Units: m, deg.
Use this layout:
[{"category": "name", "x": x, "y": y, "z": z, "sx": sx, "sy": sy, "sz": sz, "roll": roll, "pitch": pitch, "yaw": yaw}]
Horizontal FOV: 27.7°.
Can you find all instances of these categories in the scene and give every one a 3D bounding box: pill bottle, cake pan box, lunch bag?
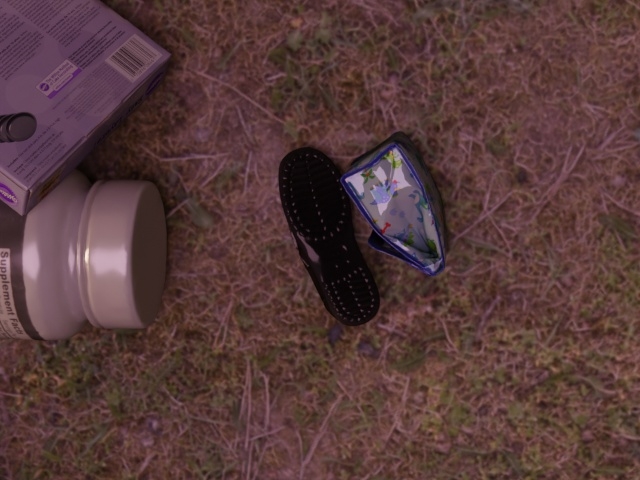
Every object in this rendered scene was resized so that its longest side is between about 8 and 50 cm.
[{"category": "pill bottle", "x": -0.372, "y": 0.012, "z": 1.504, "sx": 0.361, "sy": 0.204, "sz": 0.204, "roll": 1, "pitch": 101, "yaw": 7}, {"category": "cake pan box", "x": -0.336, "y": -0.194, "z": 1.447, "sx": 0.245, "sy": 0.070, "sz": 0.267, "roll": 37, "pitch": 58, "yaw": 2}, {"category": "lunch bag", "x": 0.095, "y": -0.036, "z": 1.471, "sx": 0.096, "sy": 0.129, "sz": 0.151, "roll": -34, "pitch": 97, "yaw": 13}]

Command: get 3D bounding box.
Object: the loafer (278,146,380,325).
[{"category": "loafer", "x": 0.000, "y": 0.000, "z": 1.518, "sx": 0.080, "sy": 0.078, "sz": 0.220, "roll": -15, "pitch": 82, "yaw": -15}]
